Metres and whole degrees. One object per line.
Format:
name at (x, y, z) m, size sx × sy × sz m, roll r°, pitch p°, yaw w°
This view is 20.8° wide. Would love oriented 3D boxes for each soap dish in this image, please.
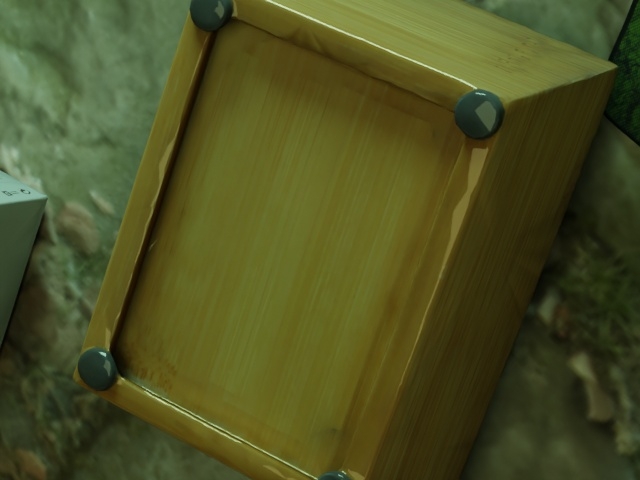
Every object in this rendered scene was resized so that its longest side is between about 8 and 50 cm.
soap dish at (0.000, 0.000, 0.939) m, size 0.229 × 0.118 × 0.291 m, roll 26°, pitch 106°, yaw 22°

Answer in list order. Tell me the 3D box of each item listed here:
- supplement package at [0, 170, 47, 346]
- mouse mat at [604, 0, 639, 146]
supplement package at (-0.318, 0.003, 1.059) m, size 0.203 × 0.194 × 0.149 m, roll 28°, pitch 107°, yaw 22°
mouse mat at (0.209, -0.097, 0.825) m, size 0.152 × 0.007 × 0.190 m, roll 45°, pitch 137°, yaw 32°
